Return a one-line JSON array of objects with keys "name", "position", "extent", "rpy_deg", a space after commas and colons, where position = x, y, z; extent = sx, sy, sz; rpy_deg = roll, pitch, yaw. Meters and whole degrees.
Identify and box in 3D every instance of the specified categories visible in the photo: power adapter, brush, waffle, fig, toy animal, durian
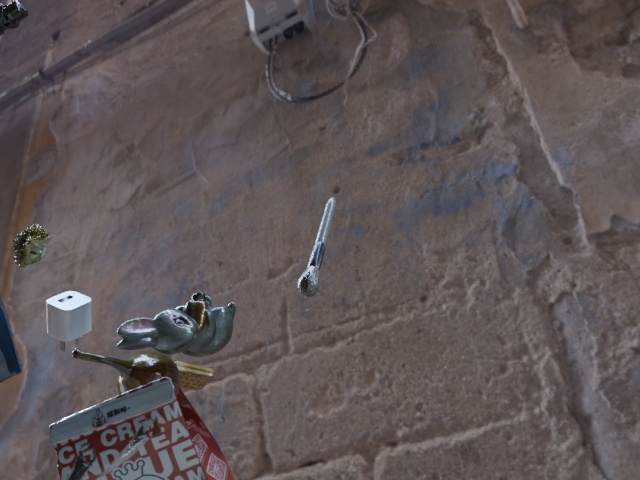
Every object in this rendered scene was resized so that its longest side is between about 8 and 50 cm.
[{"name": "power adapter", "position": [-0.930, 0.311, 2.132], "extent": [0.125, 0.130, 0.205], "rpy_deg": [17, -69, 21]}, {"name": "brush", "position": [0.000, 0.000, 1.173], "extent": [0.042, 0.299, 0.039], "rpy_deg": [33, -48, -18]}, {"name": "waffle", "position": [-0.437, 0.448, 1.898], "extent": [0.148, 0.042, 0.102], "rpy_deg": [23, -52, -35]}, {"name": "fig", "position": [-0.365, 0.247, 1.098], "extent": [0.124, 0.124, 0.236], "rpy_deg": [-21, -41, 18]}, {"name": "toy animal", "position": [-0.252, 0.171, 1.062], "extent": [0.108, 0.138, 0.236], "rpy_deg": [7, 14, 24]}, {"name": "durian", "position": [-0.928, 0.013, 1.829], "extent": [0.102, 0.146, 0.208], "rpy_deg": [33, -20, -13]}]

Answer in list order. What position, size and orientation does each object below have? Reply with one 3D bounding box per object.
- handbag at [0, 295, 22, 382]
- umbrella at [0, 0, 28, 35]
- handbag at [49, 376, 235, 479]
[{"name": "handbag", "position": [-0.463, 0.126, 0.656], "extent": [0.221, 0.144, 0.057], "rpy_deg": [-21, 6, 4]}, {"name": "umbrella", "position": [-0.707, -0.433, 1.188], "extent": [0.224, 0.080, 0.071], "rpy_deg": [-22, -44, 12]}, {"name": "handbag", "position": [-0.211, 0.314, 0.755], "extent": [0.171, 0.151, 0.298], "rpy_deg": [-17, -68, -5]}]
